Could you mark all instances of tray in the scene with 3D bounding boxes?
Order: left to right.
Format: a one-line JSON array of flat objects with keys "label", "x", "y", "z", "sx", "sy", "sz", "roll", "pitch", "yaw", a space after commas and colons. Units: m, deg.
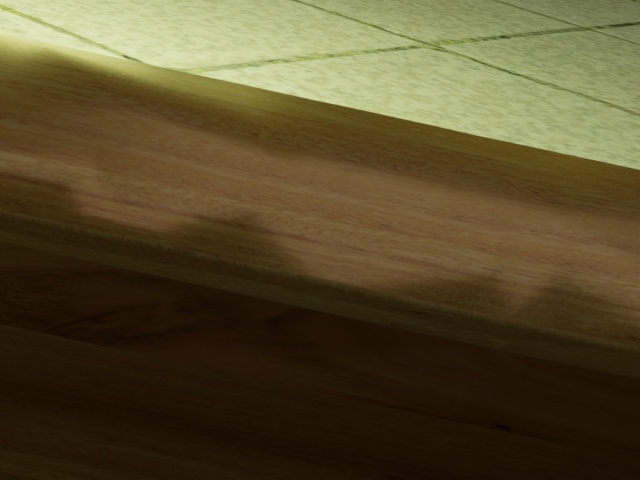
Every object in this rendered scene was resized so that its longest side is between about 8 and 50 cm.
[{"label": "tray", "x": -0.037, "y": 0.040, "z": 0.417, "sx": 0.411, "sy": 0.203, "sz": 0.076, "roll": 13, "pitch": 51, "yaw": 1}]
